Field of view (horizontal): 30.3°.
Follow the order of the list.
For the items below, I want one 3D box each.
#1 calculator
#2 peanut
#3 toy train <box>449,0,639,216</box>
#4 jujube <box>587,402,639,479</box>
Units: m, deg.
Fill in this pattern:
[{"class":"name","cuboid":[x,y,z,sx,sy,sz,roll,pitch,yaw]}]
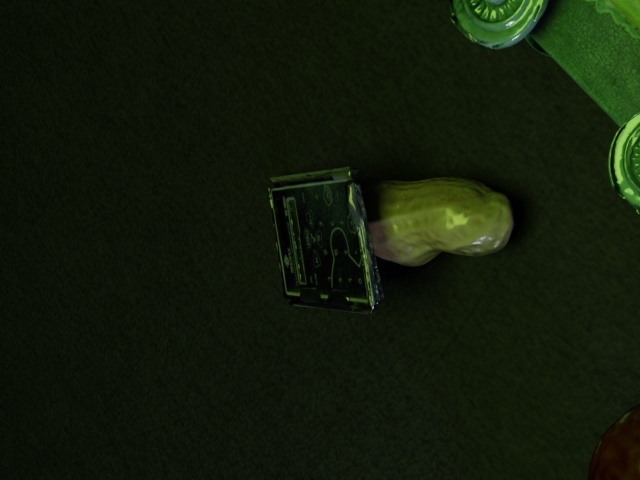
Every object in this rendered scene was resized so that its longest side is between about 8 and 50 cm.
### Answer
[{"class":"calculator","cuboid":[-0.001,0.000,1.392,0.274,0.028,0.166,178,80,-67]},{"class":"peanut","cuboid":[0.120,-0.022,1.315,0.214,0.090,0.098,-4,81,42]},{"class":"toy train","cuboid":[0.320,-0.206,1.071,0.272,0.179,0.442,-51,62,26]},{"class":"jujube","cuboid":[0.386,0.275,1.052,0.318,0.223,0.223,42,121,40]}]
